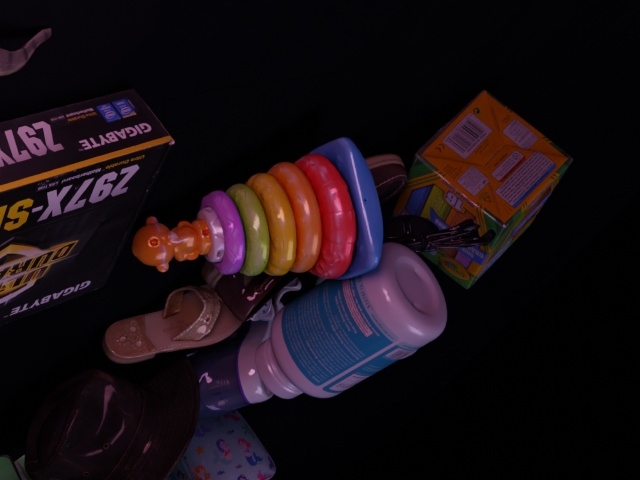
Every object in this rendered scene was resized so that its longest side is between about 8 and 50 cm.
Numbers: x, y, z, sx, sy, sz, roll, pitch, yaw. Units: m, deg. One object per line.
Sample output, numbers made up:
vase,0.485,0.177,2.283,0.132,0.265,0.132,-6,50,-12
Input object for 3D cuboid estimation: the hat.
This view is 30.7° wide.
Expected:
hat,-0.329,0.268,1.654,0.331,0.331,0.134,-41,119,12

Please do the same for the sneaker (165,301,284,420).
sneaker,-0.179,0.199,1.895,0.236,0.130,0.323,-13,-168,11

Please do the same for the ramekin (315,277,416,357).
ramekin,0.076,0.118,2.011,0.109,0.207,0.207,-16,155,-26

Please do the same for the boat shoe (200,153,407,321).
boat shoe,0.000,0.000,1.667,0.342,0.123,0.123,-31,162,-20

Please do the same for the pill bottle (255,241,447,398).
pill bottle,0.033,0.122,1.598,0.264,0.146,0.146,-33,167,30

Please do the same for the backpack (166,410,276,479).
backpack,-0.221,0.389,2.028,0.225,0.253,0.191,-12,146,-48

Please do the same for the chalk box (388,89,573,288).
chalk box,0.239,-0.060,1.846,0.180,0.179,0.289,-44,166,-24

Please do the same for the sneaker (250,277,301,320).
sneaker,-0.112,0.100,1.779,0.191,0.083,0.071,-38,165,7

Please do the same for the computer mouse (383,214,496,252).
computer mouse,0.164,-0.014,1.712,0.184,0.060,0.262,-6,179,8

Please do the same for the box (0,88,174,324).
box,-0.319,-0.003,1.103,0.322,0.079,0.257,-22,156,-41

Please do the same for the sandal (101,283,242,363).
sandal,-0.186,0.104,1.629,0.240,0.088,0.079,-20,162,-33

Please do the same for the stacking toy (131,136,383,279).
stacking toy,-0.090,-0.014,1.442,0.302,0.175,0.166,-12,177,-25

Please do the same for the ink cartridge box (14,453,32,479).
ink cartridge box,-0.466,0.391,1.878,0.235,0.056,0.171,-31,161,-15

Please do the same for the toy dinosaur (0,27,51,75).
toy dinosaur,-0.300,-0.127,0.850,0.118,0.064,0.268,-49,164,13

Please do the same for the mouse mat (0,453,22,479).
mouse mat,-0.494,0.366,1.653,0.153,0.007,0.189,-11,139,-7
